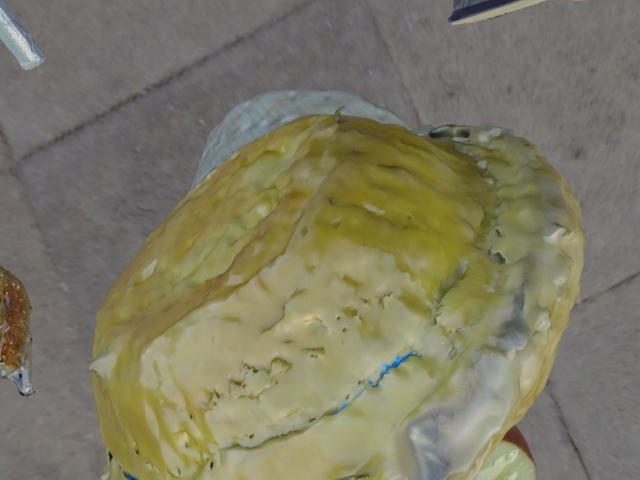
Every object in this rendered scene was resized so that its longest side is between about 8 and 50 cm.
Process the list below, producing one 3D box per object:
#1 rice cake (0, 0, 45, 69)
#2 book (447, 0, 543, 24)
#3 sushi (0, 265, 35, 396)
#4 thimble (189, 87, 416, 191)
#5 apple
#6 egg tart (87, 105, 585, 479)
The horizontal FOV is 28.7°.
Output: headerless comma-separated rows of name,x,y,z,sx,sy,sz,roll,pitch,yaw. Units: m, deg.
rice cake,-0.435,-0.309,1.698,0.042,0.180,0.030,-26,37,11
book,0.228,-0.372,1.477,0.157,0.026,0.231,-11,64,41
sushi,-0.452,0.087,1.446,0.274,0.139,0.184,16,74,30
thimble,0.000,0.000,1.272,0.291,0.291,0.195,11,55,9
apple,0.178,0.299,1.623,0.160,0.173,0.195,28,110,38
egg tart,-0.018,0.047,0.797,0.388,0.388,0.169,-44,115,2
